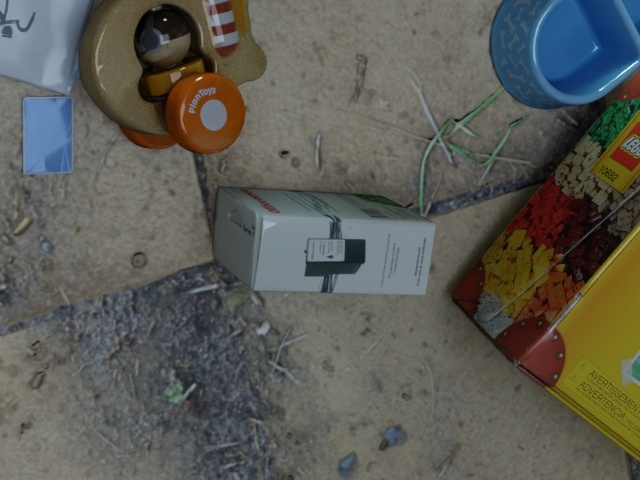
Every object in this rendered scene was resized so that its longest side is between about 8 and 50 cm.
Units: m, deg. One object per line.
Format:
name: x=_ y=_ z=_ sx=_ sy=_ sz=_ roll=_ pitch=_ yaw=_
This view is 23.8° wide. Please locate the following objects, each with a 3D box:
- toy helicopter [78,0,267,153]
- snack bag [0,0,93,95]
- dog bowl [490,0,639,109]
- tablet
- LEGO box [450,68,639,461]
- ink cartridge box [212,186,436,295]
toy helicopter: x=-0.122 y=-0.273 z=1.589 sx=0.355 sy=0.140 sz=0.235 roll=-52 pitch=120 yaw=-18
snack bag: x=-0.360 y=-0.338 z=1.517 sx=0.342 sy=0.037 sz=0.323 roll=13 pitch=98 yaw=-27
dog bowl: x=0.341 y=-0.271 z=1.800 sx=0.297 sy=0.074 sz=0.166 roll=-37 pitch=114 yaw=-9
tablet: x=-0.290 y=-0.112 z=1.618 sx=0.054 sy=0.006 sz=0.083 roll=-3 pitch=105 yaw=-22
LEGO box: x=0.470 y=0.092 z=1.842 sx=0.500 sy=0.193 sz=0.372 roll=38 pitch=96 yaw=-28
ink cartridge box: x=0.000 y=0.000 z=1.685 sx=0.208 sy=0.153 sz=0.087 roll=3 pitch=103 yaw=-22
